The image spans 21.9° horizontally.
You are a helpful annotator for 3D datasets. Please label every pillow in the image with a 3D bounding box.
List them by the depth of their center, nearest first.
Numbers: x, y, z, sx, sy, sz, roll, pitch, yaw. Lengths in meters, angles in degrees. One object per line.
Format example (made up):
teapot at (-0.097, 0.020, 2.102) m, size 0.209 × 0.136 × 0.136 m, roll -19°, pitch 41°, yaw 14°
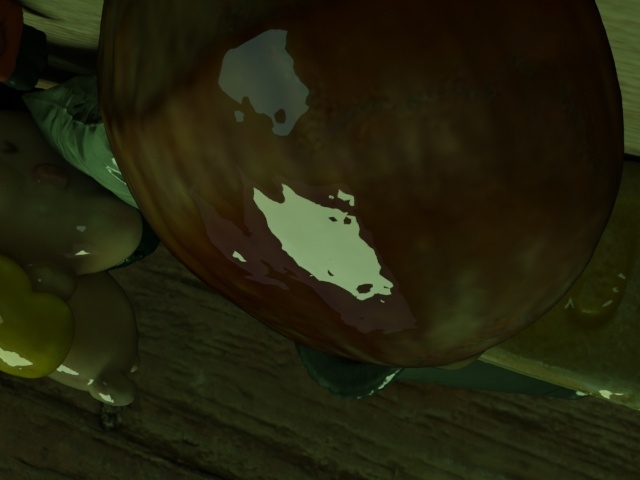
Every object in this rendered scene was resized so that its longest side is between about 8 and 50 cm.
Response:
pillow at (-0.120, -0.075, 1.531) m, size 0.283 × 0.138 × 0.310 m, roll 20°, pitch 179°, yaw -23°

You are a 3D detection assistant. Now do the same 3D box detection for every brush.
brush at (-0.308, -0.184, 1.270) m, size 0.051 × 0.070 × 0.323 m, roll 12°, pitch 174°, yaw 30°

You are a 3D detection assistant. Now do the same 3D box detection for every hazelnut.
hazelnut at (0.015, -0.047, 0.610) m, size 0.214 × 0.176 × 0.214 m, roll 50°, pitch 158°, yaw 29°

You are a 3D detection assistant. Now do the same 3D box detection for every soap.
soap at (0.166, 0.018, 1.200) m, size 0.274 × 0.173 × 0.089 m, roll 15°, pitch 175°, yaw 38°

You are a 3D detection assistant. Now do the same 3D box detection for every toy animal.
toy animal at (-0.268, 0.004, 1.647) m, size 0.345 × 0.247 × 0.277 m, roll 34°, pitch -179°, yaw -30°

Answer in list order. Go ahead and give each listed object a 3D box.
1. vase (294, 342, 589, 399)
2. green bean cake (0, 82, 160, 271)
vase at (0.151, 0.055, 1.603) m, size 0.291 × 0.245 × 0.245 m, roll 14°, pitch 180°, yaw -34°
green bean cake at (-0.361, -0.088, 1.898) m, size 0.300 × 0.169 × 0.308 m, roll -18°, pitch -136°, yaw -11°
